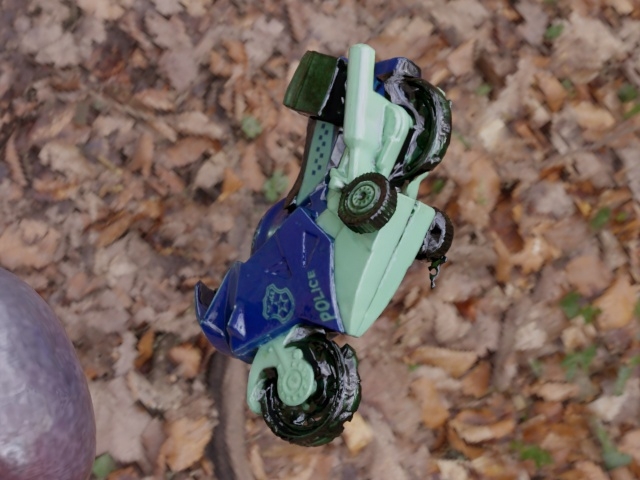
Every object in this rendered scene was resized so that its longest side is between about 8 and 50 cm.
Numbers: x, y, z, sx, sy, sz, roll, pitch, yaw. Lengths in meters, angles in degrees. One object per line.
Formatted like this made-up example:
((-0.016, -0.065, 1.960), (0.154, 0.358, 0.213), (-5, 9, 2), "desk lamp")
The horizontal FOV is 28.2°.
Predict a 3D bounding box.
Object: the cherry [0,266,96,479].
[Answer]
((-0.282, 0.117, 0.984), (0.183, 0.213, 0.266), (-38, 98, -31), "cherry")

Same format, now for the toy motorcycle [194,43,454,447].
((0.000, 0.000, 1.076), (0.125, 0.196, 0.331), (22, 87, -48), "toy motorcycle")
